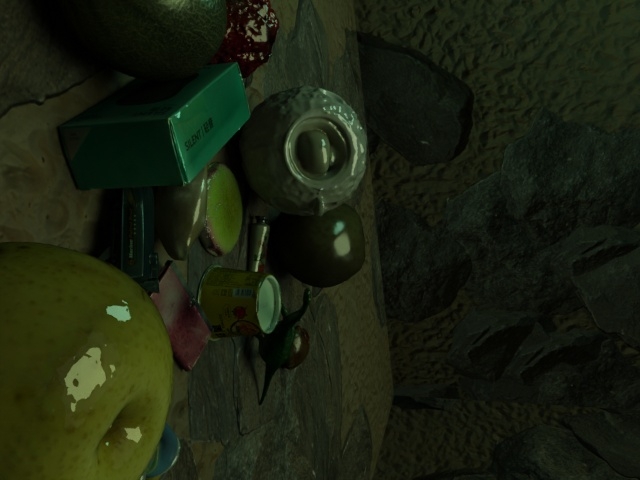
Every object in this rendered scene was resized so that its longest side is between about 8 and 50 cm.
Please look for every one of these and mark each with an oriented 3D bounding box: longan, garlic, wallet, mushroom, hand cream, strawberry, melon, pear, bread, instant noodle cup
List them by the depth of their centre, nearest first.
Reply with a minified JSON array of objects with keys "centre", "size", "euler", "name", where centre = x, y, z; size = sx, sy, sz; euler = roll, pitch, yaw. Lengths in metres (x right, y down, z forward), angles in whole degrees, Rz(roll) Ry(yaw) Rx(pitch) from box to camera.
[{"centre":[-0.332,0.166,0.686],"size":[0.348,0.349,0.348],"euler":[-1,90,-73],"name":"pear"},{"centre":[-0.285,-0.384,0.999],"size":[0.302,0.238,0.237],"euler":[17,73,-67],"name":"melon"},{"centre":[-0.268,-0.101,1.250],"size":[0.318,0.112,0.143],"euler":[-82,-176,-47],"name":"garlic"},{"centre":[-0.293,0.160,1.283],"size":[0.232,0.025,0.119],"euler":[71,35,-43],"name":"wallet"},{"centre":[-0.198,-0.466,1.312],"size":[0.274,0.221,0.274],"euler":[4,90,-72],"name":"strawberry"},{"centre":[-0.183,0.147,1.456],"size":[0.182,0.144,0.182],"euler":[0,90,-73],"name":"instant noodle cup"},{"centre":[-0.236,-0.074,1.483],"size":[0.228,0.034,0.228],"euler":[0,90,-72],"name":"bread"},{"centre":[-0.171,0.050,1.680],"size":[0.080,0.050,0.233],"euler":[7,89,-76],"name":"hand cream"},{"centre":[0.000,0.000,1.871],"size":[0.350,0.289,0.288],"euler":[-70,156,-74],"name":"longan"},{"centre":[-0.075,0.311,1.911],"size":[0.135,0.080,0.170],"euler":[24,70,-82],"name":"mushroom"}]

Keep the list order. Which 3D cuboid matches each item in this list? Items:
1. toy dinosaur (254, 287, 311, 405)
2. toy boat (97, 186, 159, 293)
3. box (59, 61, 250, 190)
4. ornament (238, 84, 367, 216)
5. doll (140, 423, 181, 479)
[{"centre":[-0.090,0.278,1.571],"size":[0.301,0.087,0.446],"euler":[-142,-127,-60],"name":"toy dinosaur"},{"centre":[-0.335,-0.021,1.083],"size":[0.093,0.103,0.246],"euler":[107,-23,-65],"name":"toy boat"},{"centre":[-0.272,-0.207,1.086],"size":[0.311,0.205,0.118],"euler":[-65,147,-54],"name":"box"},{"centre":[-0.048,-0.229,1.622],"size":[0.337,0.337,0.336],"euler":[-1,90,-73],"name":"ornament"},{"centre":[-0.319,0.339,1.091],"size":[0.135,0.099,0.241],"euler":[-52,142,-29],"name":"doll"}]
